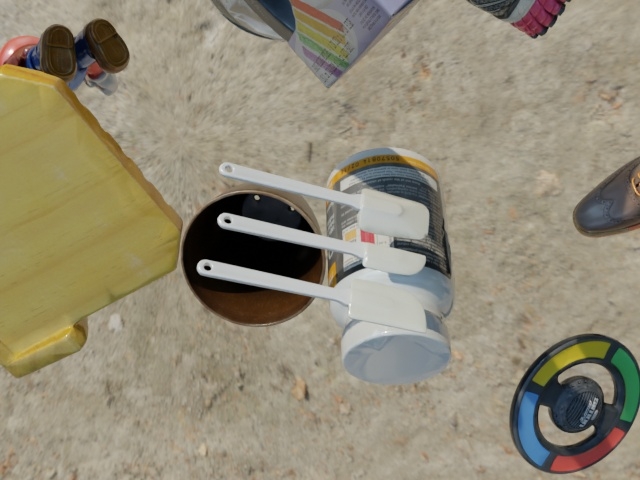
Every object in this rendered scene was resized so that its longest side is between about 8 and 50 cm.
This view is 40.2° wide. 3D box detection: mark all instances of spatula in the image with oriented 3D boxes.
[{"bbox_3d":[0.000,0.000,0.916,0.242,0.019,0.168,13,60,-10],"label":"spatula"}]

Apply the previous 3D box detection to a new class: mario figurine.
[{"bbox_3d":[-0.409,-0.244,1.380,0.198,0.320,0.170,22,77,-30],"label":"mario figurine"}]

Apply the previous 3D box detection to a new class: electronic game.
[{"bbox_3d":[0.386,0.248,1.315,0.229,0.048,0.229,-6,108,-19],"label":"electronic game"}]

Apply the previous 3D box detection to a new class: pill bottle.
[{"bbox_3d":[0.088,0.031,1.115,0.162,0.162,0.279,7,53,-10],"label":"pill bottle"}]

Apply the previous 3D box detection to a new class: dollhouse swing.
[{"bbox_3d":[-0.370,-0.066,1.072,0.305,0.315,0.347,-36,120,3],"label":"dollhouse swing"}]

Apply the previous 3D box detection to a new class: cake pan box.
[{"bbox_3d":[-0.027,-0.279,0.830,0.070,0.267,0.246,-42,96,-11],"label":"cake pan box"}]

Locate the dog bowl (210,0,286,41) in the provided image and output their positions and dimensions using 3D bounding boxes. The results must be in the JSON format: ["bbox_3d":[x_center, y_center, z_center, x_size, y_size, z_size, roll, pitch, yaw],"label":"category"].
[{"bbox_3d":[-0.035,-0.501,1.511,0.348,0.102,0.349,0,88,9],"label":"dog bowl"}]

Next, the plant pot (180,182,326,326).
[{"bbox_3d":[-0.089,-0.009,1.383,0.215,0.230,0.215,2,110,5],"label":"plant pot"}]

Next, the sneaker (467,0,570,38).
[{"bbox_3d":[0.199,-0.293,0.713,0.112,0.299,0.121,25,53,-4],"label":"sneaker"}]

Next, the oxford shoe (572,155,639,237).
[{"bbox_3d":[0.633,-0.124,1.661,0.363,0.132,0.130,-33,64,25],"label":"oxford shoe"}]
